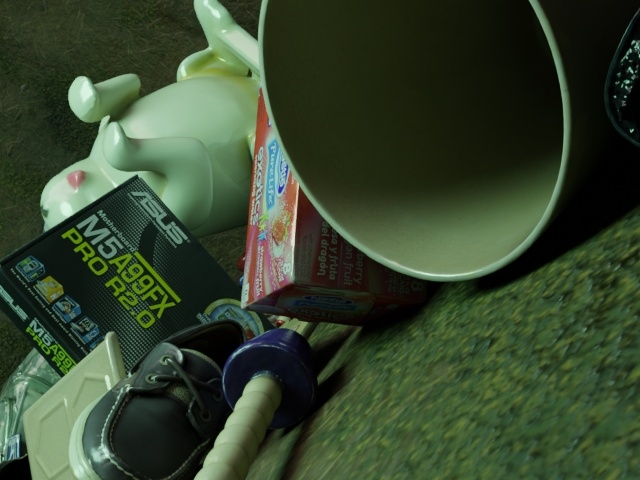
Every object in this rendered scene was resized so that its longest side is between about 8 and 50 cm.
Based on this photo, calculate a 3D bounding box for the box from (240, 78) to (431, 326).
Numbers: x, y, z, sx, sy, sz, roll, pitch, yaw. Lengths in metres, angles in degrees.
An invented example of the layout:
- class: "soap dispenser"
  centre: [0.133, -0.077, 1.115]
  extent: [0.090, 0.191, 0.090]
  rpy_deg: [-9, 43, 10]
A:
- class: "box"
  centre: [0.015, -0.063, 0.765]
  extent: [0.128, 0.123, 0.256]
  rpy_deg: [147, 130, -63]

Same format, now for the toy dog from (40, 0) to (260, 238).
- class: "toy dog"
  centre: [-0.214, -0.092, 1.251]
  extent: [0.408, 0.284, 0.395]
  rpy_deg: [-38, -27, -10]

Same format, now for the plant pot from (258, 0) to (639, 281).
- class: "plant pot"
  centre: [0.141, -0.139, 0.650]
  extent: [0.274, 0.256, 0.256]
  rpy_deg: [-28, -6, -38]

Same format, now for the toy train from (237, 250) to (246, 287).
- class: "toy train"
  centre: [0.000, 0.000, 1.274]
  extent: [0.248, 0.105, 0.143]
  rpy_deg: [-43, -8, -1]

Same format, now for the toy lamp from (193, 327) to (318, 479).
- class: "toy lamp"
  centre: [-0.052, 0.136, 0.618]
  extent: [0.080, 0.080, 0.274]
  rpy_deg: [-42, 8, 19]

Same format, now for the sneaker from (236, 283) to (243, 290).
- class: "sneaker"
  centre: [-0.172, 0.148, 1.170]
  extent: [0.281, 0.107, 0.162]
  rpy_deg: [-17, -59, -74]

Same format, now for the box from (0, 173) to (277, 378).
- class: "box"
  centre: [-0.197, 0.084, 0.975]
  extent: [0.216, 0.270, 0.060]
  rpy_deg: [-41, 0, -43]

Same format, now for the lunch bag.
- class: "lunch bag"
  centre: [-0.444, 0.333, 1.394]
  extent: [0.305, 0.213, 0.256]
  rpy_deg: [-40, 23, 44]

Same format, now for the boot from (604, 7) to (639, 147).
- class: "boot"
  centre: [0.264, -0.161, 0.459]
  extent: [0.246, 0.094, 0.207]
  rpy_deg: [-48, -2, 37]

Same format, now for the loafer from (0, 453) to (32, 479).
- class: "loafer"
  centre: [-0.358, 0.325, 1.117]
  extent: [0.366, 0.130, 0.134]
  rpy_deg: [-42, 5, 21]

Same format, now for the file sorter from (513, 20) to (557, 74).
- class: "file sorter"
  centre: [0.187, -0.144, 0.832]
  extent: [0.170, 0.118, 0.104]
  rpy_deg: [-44, 1, -8]

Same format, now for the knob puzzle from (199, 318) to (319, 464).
- class: "knob puzzle"
  centre: [-0.071, 0.153, 0.846]
  extent: [0.213, 0.030, 0.213]
  rpy_deg: [-48, 7, 8]

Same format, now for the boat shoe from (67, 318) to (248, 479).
- class: "boat shoe"
  centre: [-0.123, 0.132, 0.747]
  extent: [0.092, 0.103, 0.285]
  rpy_deg: [-52, 0, 13]

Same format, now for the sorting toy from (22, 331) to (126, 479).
- class: "sorting toy"
  centre: [-0.222, 0.217, 0.849]
  extent: [0.038, 0.193, 0.208]
  rpy_deg: [8, -38, -42]

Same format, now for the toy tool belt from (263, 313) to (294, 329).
- class: "toy tool belt"
  centre: [-0.046, 0.092, 1.067]
  extent: [0.051, 0.052, 0.083]
  rpy_deg: [-55, 10, -28]
